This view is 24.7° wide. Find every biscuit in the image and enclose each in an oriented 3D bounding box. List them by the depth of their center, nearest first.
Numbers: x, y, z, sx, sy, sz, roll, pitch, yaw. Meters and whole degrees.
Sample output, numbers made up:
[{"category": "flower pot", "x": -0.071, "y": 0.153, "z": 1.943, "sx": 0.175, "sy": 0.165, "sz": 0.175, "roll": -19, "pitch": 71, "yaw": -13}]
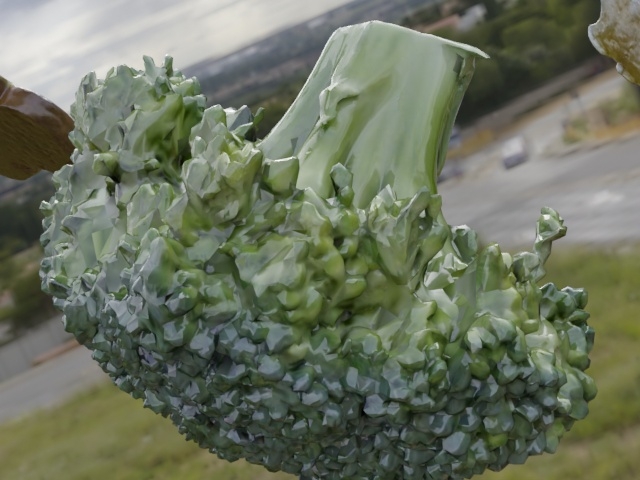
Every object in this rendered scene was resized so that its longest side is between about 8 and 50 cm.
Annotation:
[{"category": "biscuit", "x": -0.360, "y": -0.133, "z": 1.466, "sx": 0.290, "sy": 0.208, "sz": 0.041, "roll": 17, "pitch": 66, "yaw": 16}]

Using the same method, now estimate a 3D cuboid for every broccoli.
[{"category": "broccoli", "x": -0.019, "y": 0.016, "z": 0.911, "sx": 0.338, "sy": 0.277, "sz": 0.317, "roll": -35, "pitch": 40, "yaw": 42}]

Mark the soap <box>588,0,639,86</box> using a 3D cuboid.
[{"category": "soap", "x": 0.329, "y": -0.162, "z": 1.055, "sx": 0.232, "sy": 0.073, "sz": 0.140, "roll": -19, "pitch": 50, "yaw": -20}]
